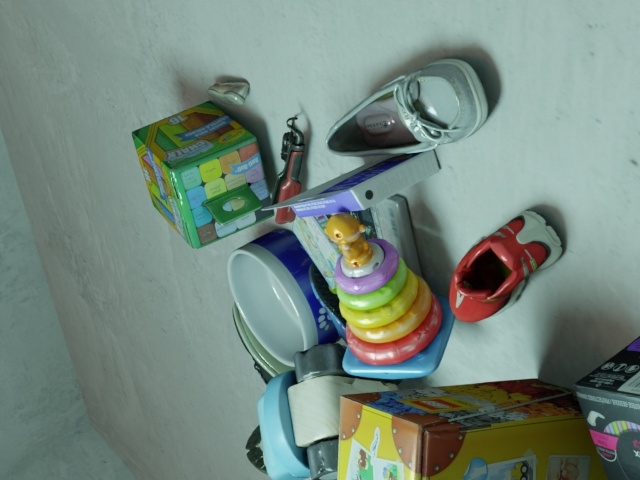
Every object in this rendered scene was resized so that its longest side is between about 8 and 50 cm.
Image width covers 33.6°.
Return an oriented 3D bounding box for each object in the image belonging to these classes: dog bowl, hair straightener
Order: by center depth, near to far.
[{"bbox_3d":[-0.064,-0.137,1.899,0.230,0.047,0.089,96,158,-46],"label":"hair straightener"},{"bbox_3d":[-0.070,0.114,2.121,0.265,0.104,0.265,41,147,34],"label":"dog bowl"}]

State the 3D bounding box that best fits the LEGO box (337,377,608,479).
[{"bbox_3d":[0.218,0.465,1.475,0.193,0.372,0.500,8,96,58],"label":"LEGO box"}]

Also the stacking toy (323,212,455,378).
[{"bbox_3d":[0.079,0.064,1.642,0.175,0.166,0.302,-4,135,29],"label":"stacking toy"}]

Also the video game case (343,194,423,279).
[{"bbox_3d":[0.101,-0.005,1.801,0.173,0.022,0.190,23,136,50],"label":"video game case"}]

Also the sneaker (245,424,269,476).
[{"bbox_3d":[0.019,0.542,2.410,0.410,0.158,0.182,30,172,42],"label":"sneaker"}]

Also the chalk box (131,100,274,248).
[{"bbox_3d":[-0.211,-0.117,2.008,0.289,0.180,0.179,39,148,52],"label":"chalk box"}]

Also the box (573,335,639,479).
[{"bbox_3d":[0.456,0.270,1.319,0.165,0.143,0.270,0,117,61],"label":"box"}]

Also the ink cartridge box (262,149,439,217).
[{"bbox_3d":[0.044,-0.075,1.620,0.206,0.208,0.045,-6,106,62],"label":"ink cartridge box"}]

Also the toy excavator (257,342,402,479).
[{"bbox_3d":[-0.018,0.373,2.012,0.445,0.433,0.222,-24,65,33],"label":"toy excavator"}]

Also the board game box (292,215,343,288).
[{"bbox_3d":[0.000,0.000,1.948,0.154,0.026,0.103,56,154,28],"label":"board game box"}]

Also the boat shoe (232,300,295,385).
[{"bbox_3d":[-0.084,0.266,2.271,0.340,0.127,0.113,47,143,3],"label":"boat shoe"}]

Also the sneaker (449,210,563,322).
[{"bbox_3d":[0.232,0.048,1.516,0.107,0.118,0.279,54,152,15],"label":"sneaker"}]

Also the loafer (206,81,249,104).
[{"bbox_3d":[-0.170,-0.280,1.990,0.045,0.039,0.125,37,171,-33],"label":"loafer"}]

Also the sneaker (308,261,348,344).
[{"bbox_3d":[0.039,0.134,1.992,0.209,0.069,0.082,54,156,11],"label":"sneaker"}]

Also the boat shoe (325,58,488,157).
[{"bbox_3d":[0.119,-0.174,1.509,0.320,0.103,0.118,-4,113,61],"label":"boat shoe"}]
